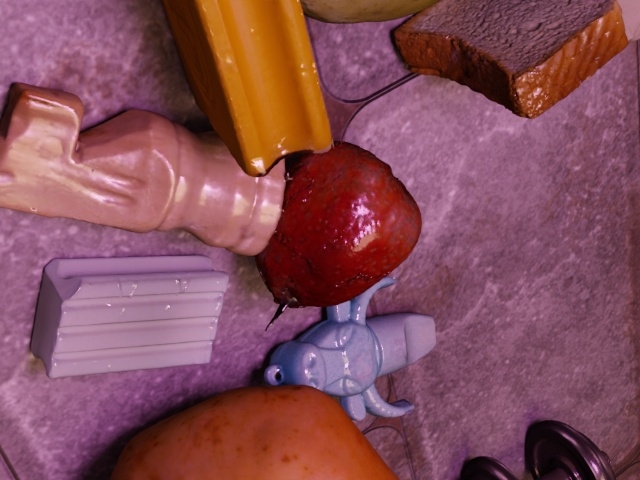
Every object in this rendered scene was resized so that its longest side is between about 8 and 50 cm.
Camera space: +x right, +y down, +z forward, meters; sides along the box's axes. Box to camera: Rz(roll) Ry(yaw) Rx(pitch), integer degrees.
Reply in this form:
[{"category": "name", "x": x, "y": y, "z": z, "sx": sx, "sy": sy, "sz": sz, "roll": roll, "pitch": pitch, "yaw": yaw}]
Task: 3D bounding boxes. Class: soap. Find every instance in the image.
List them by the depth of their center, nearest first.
[{"category": "soap", "x": -0.093, "y": -0.237, "z": 1.050, "sx": 0.096, "sy": 0.204, "sz": 0.324, "roll": -24, "pitch": 127, "yaw": -10}, {"category": "soap", "x": -0.207, "y": 0.081, "z": 1.241, "sx": 0.198, "sy": 0.066, "sz": 0.119, "roll": -1, "pitch": 115, "yaw": -37}]

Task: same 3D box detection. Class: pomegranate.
[{"category": "pomegranate", "x": -0.077, "y": 0.354, "z": 1.319, "sx": 0.410, "sy": 0.410, "sz": 0.410, "roll": -19, "pitch": 126, "yaw": -28}]

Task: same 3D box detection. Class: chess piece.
[{"category": "chess piece", "x": -0.190, "y": -0.068, "z": 1.146, "sx": 0.300, "sy": 0.137, "sz": 0.137, "roll": 8, "pitch": 111, "yaw": -29}]

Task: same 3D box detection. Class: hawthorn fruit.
[{"category": "hawthorn fruit", "x": 0.000, "y": 0.000, "z": 1.276, "sx": 0.235, "sy": 0.181, "sz": 0.181, "roll": -49, "pitch": 134, "yaw": -8}]

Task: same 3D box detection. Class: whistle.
[{"category": "whistle", "x": 0.042, "y": 0.145, "z": 1.457, "sx": 0.274, "sy": 0.093, "sz": 0.186, "roll": -12, "pitch": 96, "yaw": -36}]

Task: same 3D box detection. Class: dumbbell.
[{"category": "dumbbell", "x": 0.336, "y": 0.396, "z": 1.762, "sx": 0.290, "sy": 0.192, "sz": 0.192, "roll": -22, "pitch": 127, "yaw": -24}]

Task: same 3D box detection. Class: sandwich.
[{"category": "sandwich", "x": 0.217, "y": -0.230, "z": 1.278, "sx": 0.186, "sy": 0.214, "sz": 0.065, "roll": -36, "pitch": 131, "yaw": -16}]

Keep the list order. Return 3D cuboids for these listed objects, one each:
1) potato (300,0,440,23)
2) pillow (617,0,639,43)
[{"category": "potato", "x": 0.070, "y": -0.330, "z": 1.093, "sx": 0.304, "sy": 0.215, "sz": 0.216, "roll": -44, "pitch": 141, "yaw": -46}, {"category": "pillow", "x": 0.392, "y": -0.372, "z": 1.302, "sx": 0.274, "sy": 0.076, "sz": 0.281, "roll": -32, "pitch": 130, "yaw": -5}]
